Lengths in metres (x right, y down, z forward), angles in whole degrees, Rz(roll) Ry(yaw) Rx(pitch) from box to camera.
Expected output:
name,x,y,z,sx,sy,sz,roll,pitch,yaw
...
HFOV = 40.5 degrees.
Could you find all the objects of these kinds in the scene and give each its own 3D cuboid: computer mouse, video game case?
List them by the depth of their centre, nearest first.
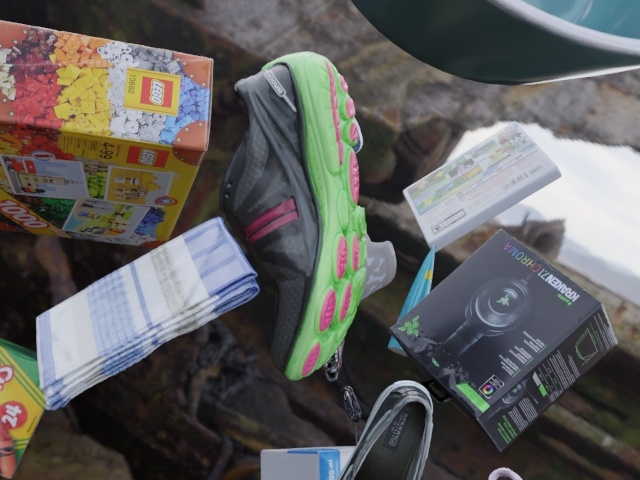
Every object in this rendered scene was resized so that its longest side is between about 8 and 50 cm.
name,x,y,z,sx,sy,sz,roll,pitch,yaw
computer mouse,0.091,0.443,1.932,0.041,0.242,0.071,-4,-15,-33
video game case,0.365,-0.131,2.028,0.036,0.329,0.300,53,10,-26

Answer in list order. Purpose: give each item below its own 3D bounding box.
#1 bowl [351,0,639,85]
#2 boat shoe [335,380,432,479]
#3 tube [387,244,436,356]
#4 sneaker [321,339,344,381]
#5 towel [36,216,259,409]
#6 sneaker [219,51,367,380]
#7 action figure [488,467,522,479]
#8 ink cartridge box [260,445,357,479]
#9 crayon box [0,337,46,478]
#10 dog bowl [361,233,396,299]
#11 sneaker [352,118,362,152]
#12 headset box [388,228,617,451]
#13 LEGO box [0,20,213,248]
name,x,y,z,sx,sy,sz,roll,pitch,yaw
bowl,0.117,-0.214,0.495,0.311,0.312,0.163,33,-21,-6
boat shoe,0.071,0.360,1.237,0.121,0.335,0.119,18,-2,4
tube,0.180,0.111,1.614,0.052,0.207,0.080,19,-16,1
sneaker,0.024,0.226,1.716,0.158,0.061,0.065,82,-3,-53
towel,-0.221,0.081,1.071,0.034,0.285,0.209,63,-7,-30
sneaker,-0.046,-0.034,1.309,0.202,0.483,0.185,-3,-6,23
action figure,0.256,0.633,1.708,0.370,0.276,0.248,-1,10,-16
ink cartridge box,0.024,0.384,1.431,0.203,0.086,0.148,10,-17,-40
crayon box,-0.619,0.241,1.433,0.318,0.202,0.081,26,-4,-20
dog bowl,0.000,0.000,1.902,0.348,0.102,0.349,36,-27,22
sneaker,0.006,-0.282,1.967,0.226,0.086,0.163,57,22,-5
headset box,0.288,0.164,1.424,0.246,0.283,0.131,45,-5,46
LEGO box,-0.435,-0.172,1.647,0.372,0.193,0.500,7,-22,-16
